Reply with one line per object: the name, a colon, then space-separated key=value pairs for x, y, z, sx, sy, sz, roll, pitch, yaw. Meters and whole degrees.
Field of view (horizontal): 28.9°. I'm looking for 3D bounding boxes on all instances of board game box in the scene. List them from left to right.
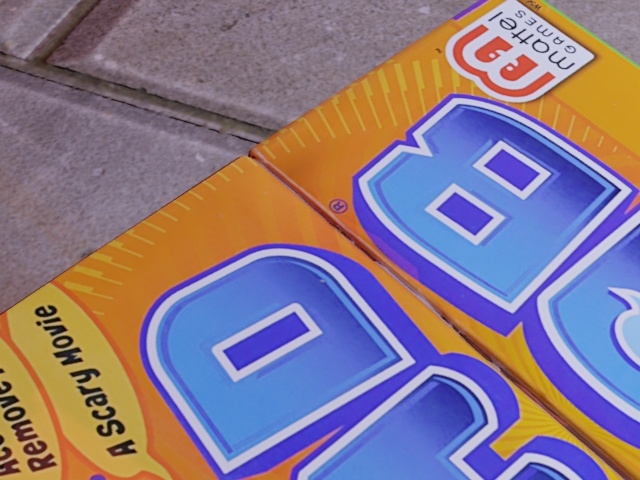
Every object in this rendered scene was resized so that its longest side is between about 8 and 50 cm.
board game box: x=0.079 y=0.173 z=0.600 sx=0.356 sy=0.356 sz=0.356 roll=-36 pitch=63 yaw=-27
